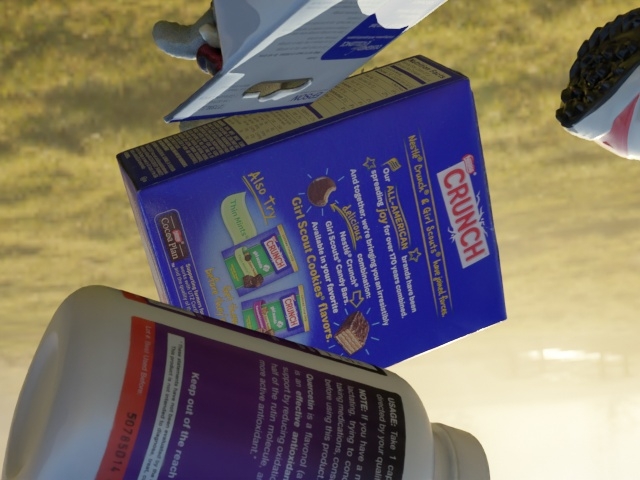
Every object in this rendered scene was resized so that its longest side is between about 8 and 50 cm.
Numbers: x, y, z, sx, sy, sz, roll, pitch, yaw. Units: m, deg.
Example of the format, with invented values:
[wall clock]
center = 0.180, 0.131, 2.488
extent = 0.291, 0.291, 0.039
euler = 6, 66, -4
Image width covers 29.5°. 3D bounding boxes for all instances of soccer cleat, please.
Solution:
[soccer cleat]
center = 0.264, -0.110, 0.770
extent = 0.116, 0.109, 0.318
euler = 24, 169, -10

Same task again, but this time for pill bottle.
[pill bottle]
center = -0.048, 0.157, 0.861
extent = 0.322, 0.182, 0.181
euler = 19, 162, -20

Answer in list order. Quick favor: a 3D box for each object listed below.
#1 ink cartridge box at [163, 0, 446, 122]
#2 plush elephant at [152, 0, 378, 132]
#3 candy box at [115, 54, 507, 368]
[ink cartridge box]
center = 0.063, -0.196, 0.741
extent = 0.371, 0.069, 0.175
euler = -36, 169, 32
[plush elephant]
center = -0.084, -0.203, 1.412
extent = 0.330, 0.255, 0.272
euler = -25, 175, 19
[candy box]
center = 0.000, 0.000, 1.151
extent = 0.317, 0.268, 0.122
euler = -19, -152, -12
